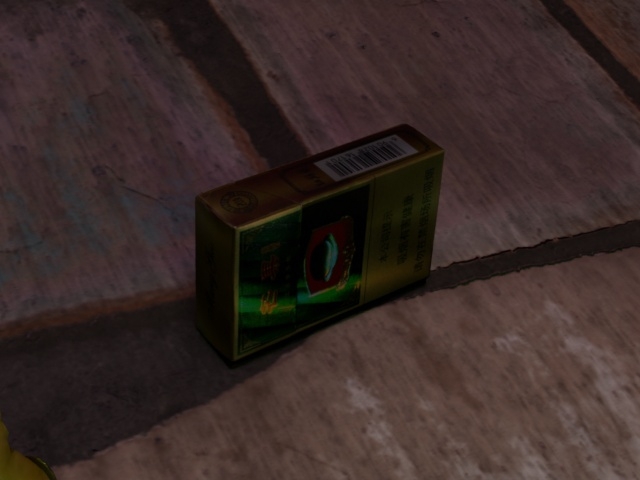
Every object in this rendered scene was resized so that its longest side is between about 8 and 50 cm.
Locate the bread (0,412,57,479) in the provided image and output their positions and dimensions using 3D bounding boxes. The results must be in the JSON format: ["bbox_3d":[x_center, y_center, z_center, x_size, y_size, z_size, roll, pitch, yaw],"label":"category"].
[{"bbox_3d":[-0.173,0.303,0.861,0.279,0.315,0.248,33,48,7],"label":"bread"}]

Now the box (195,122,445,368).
[{"bbox_3d":[0.000,0.000,1.313,0.240,0.159,0.071,-22,45,-30],"label":"box"}]
